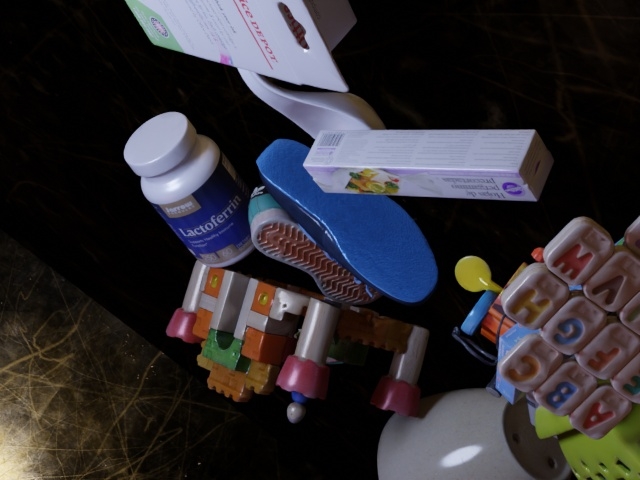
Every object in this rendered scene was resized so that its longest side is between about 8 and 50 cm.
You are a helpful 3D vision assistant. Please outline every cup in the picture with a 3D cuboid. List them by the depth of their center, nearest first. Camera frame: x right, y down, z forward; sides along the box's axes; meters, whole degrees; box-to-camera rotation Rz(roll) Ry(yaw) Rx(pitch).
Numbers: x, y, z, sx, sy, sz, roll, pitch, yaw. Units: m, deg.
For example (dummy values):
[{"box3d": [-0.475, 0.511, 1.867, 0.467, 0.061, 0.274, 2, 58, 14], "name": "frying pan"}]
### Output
[{"box3d": [0.299, 0.387, 1.944, 0.331, 0.331, 0.237, 41, 133, -8], "name": "cup"}]

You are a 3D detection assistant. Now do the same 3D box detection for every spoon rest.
[{"box3d": [-0.016, -0.188, 1.484, 0.276, 0.084, 0.137, 44, 159, -13], "name": "spoon rest"}]

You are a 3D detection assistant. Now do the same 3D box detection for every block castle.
[{"box3d": [-0.052, 0.194, 2.012, 0.303, 0.212, 0.453, 17, 179, -38], "name": "block castle"}]

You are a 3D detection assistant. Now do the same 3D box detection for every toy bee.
[{"box3d": [0.284, 0.093, 1.539, 0.195, 0.162, 0.298, 34, -174, -9], "name": "toy bee"}]

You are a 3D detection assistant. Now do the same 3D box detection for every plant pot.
[{"box3d": [0.423, 0.222, 1.448, 0.207, 0.227, 0.228, 43, 161, 4], "name": "plant pot"}]

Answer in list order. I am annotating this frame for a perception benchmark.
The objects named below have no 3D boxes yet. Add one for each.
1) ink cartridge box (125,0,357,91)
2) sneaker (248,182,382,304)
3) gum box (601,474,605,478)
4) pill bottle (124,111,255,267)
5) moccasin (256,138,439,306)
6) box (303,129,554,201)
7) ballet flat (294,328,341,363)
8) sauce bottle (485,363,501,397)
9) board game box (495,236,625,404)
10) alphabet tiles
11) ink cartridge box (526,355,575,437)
[{"box3d": [-0.097, -0.309, 1.301, 0.353, 0.119, 0.207, 22, 154, 39], "name": "ink cartridge box"}, {"box3d": [0.000, 0.000, 1.860, 0.302, 0.108, 0.121, 35, -150, -37], "name": "sneaker"}, {"box3d": [0.493, 0.327, 1.601, 0.157, 0.184, 0.041, 33, 160, 13], "name": "gum box"}, {"box3d": [-0.216, -0.088, 1.933, 0.153, 0.153, 0.264, 16, 151, 45], "name": "pill bottle"}, {"box3d": [0.050, -0.028, 1.696, 0.342, 0.138, 0.117, 46, 168, 18], "name": "moccasin"}, {"box3d": [0.125, -0.095, 1.384, 0.324, 0.067, 0.063, 4, 148, 38], "name": "box"}, {"box3d": [0.004, 0.218, 2.341, 0.241, 0.091, 0.077, -13, 104, 60], "name": "ballet flat"}, {"box3d": [0.294, 0.181, 1.698, 0.042, 0.128, 0.042, 33, 161, 13], "name": "sauce bottle"}, {"box3d": [0.307, 0.099, 1.377, 0.039, 0.211, 0.160, 48, 166, 26], "name": "board game box"}, {"box3d": [0.347, 0.097, 1.253, 0.284, 0.278, 0.021, 34, -159, -19], "name": "alphabet tiles"}, {"box3d": [0.399, 0.240, 1.709, 0.153, 0.087, 0.208, 26, 156, 28], "name": "ink cartridge box"}]
